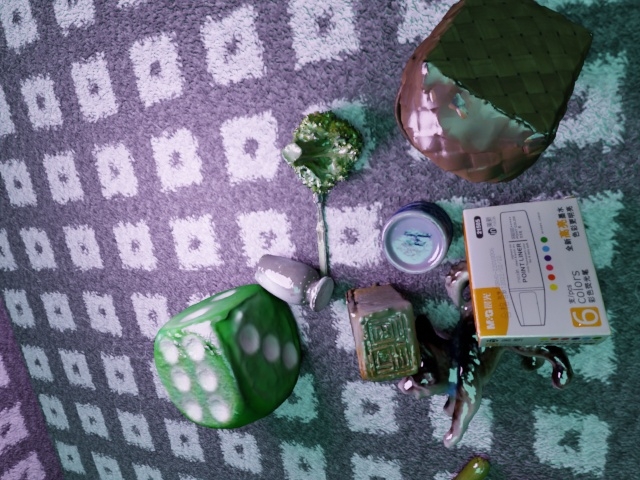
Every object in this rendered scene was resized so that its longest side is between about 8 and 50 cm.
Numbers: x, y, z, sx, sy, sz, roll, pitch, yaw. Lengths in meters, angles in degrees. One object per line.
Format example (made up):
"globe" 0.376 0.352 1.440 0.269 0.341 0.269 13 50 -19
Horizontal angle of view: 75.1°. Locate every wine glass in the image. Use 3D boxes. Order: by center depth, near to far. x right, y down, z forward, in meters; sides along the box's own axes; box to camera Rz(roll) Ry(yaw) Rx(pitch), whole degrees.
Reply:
"wine glass" -0.070 0.109 1.096 0.204 0.111 0.111 19 113 28

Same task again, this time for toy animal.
"toy animal" 0.309 0.236 0.933 0.344 0.194 0.303 -40 84 17

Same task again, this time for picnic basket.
"picnic basket" 0.278 -0.240 0.778 0.292 0.337 0.337 33 117 4

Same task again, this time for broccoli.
"broccoli" -0.011 -0.196 0.934 0.219 0.194 0.194 -15 100 33

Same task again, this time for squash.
"squash" 0.386 0.635 1.105 0.052 0.052 0.184 33 120 11

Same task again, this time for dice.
"dice" -0.245 0.303 1.134 0.286 0.300 0.298 -13 102 29

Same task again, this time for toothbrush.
"toothbrush" 0.002 -0.002 1.085 0.026 0.028 0.295 4 113 24

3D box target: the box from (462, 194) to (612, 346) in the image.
"box" 0.399 0.063 0.803 0.220 0.091 0.274 -8 65 16

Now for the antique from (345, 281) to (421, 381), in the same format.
"antique" 0.129 0.177 0.940 0.124 0.284 0.150 -10 102 1

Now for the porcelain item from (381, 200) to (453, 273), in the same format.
"porcelain item" 0.218 -0.010 0.935 0.147 0.114 0.147 8 111 21
